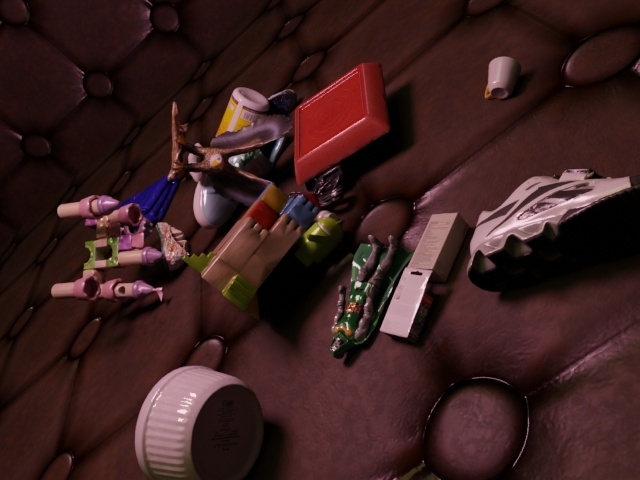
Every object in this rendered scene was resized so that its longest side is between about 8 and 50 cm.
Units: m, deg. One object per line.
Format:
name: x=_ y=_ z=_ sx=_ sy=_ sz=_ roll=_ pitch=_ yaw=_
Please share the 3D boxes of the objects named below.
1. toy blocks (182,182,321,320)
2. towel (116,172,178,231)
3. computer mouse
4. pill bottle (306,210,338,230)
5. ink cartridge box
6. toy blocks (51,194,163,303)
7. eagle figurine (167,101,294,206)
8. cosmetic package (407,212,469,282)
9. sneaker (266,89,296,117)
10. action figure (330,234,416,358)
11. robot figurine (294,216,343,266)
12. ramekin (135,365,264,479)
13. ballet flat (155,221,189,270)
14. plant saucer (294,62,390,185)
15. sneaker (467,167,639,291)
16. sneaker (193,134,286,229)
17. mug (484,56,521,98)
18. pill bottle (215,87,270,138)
toy blocks: x=-0.131 y=-0.005 z=1.282 sx=0.261 sy=0.190 sz=0.381 roll=-52 pitch=10 yaw=-7
towel: x=-0.645 y=-0.112 z=2.175 sx=0.308 sy=0.076 sz=0.228 roll=-23 pitch=39 yaw=35
computer mouse: x=0.022 y=-0.173 z=1.430 sx=0.188 sy=0.072 sz=0.272 roll=-10 pitch=53 yaw=43
pill bottle: x=0.000 y=-0.042 z=1.329 sx=0.083 sy=0.043 sz=0.043 roll=-3 pitch=52 yaw=50
ink cartridge box: x=0.145 y=0.102 z=0.984 sx=0.062 sy=0.029 sz=0.115 roll=5 pitch=67 yaw=52
toy blocks: x=-0.531 y=0.035 z=1.702 sx=0.259 sy=0.309 sz=0.289 roll=-6 pitch=77 yaw=21
eagle figurine: x=-0.226 y=-0.199 z=1.538 sx=0.226 sy=0.298 sz=0.225 roll=102 pitch=168 yaw=-46
cosmetic package: x=0.197 y=0.012 z=1.026 sx=0.060 sy=0.041 sz=0.115 roll=-1 pitch=54 yaw=53
sneaker: x=-0.161 y=-0.412 z=1.914 sx=0.211 sy=0.080 sz=0.081 roll=-28 pitch=37 yaw=28
action figure: x=0.073 y=0.099 z=1.067 sx=0.137 sy=0.063 sz=0.232 roll=0 pitch=57 yaw=47
robot figurine: x=0.000 y=0.000 z=1.257 sx=0.115 sy=0.067 sz=0.101 roll=-45 pitch=-1 yaw=7
ramekin: x=-0.187 y=0.314 z=1.007 sx=0.109 sy=0.207 sz=0.207 roll=-4 pitch=51 yaw=38
ballet flat: x=-0.424 y=0.012 z=1.776 sx=0.077 sy=0.091 sz=0.241 roll=-18 pitch=34 yaw=-11
plant saucer: x=0.032 y=-0.283 z=1.414 sx=0.258 sy=0.047 sz=0.259 roll=-28 pitch=41 yaw=27
sneaker: x=0.347 y=-0.050 z=0.832 sx=0.330 sy=0.122 sz=0.146 roll=-22 pitch=41 yaw=35
sneaker: x=-0.215 y=-0.192 z=1.679 sx=0.150 sy=0.135 sz=0.366 roll=-8 pitch=49 yaw=51
mug: x=0.354 y=-0.307 z=1.196 sx=0.062 sy=0.078 sz=0.064 roll=10 pitch=67 yaw=18
pill bottle: x=-0.242 y=-0.342 z=1.850 sx=0.215 sy=0.117 sz=0.117 roll=-61 pitch=22 yaw=30
